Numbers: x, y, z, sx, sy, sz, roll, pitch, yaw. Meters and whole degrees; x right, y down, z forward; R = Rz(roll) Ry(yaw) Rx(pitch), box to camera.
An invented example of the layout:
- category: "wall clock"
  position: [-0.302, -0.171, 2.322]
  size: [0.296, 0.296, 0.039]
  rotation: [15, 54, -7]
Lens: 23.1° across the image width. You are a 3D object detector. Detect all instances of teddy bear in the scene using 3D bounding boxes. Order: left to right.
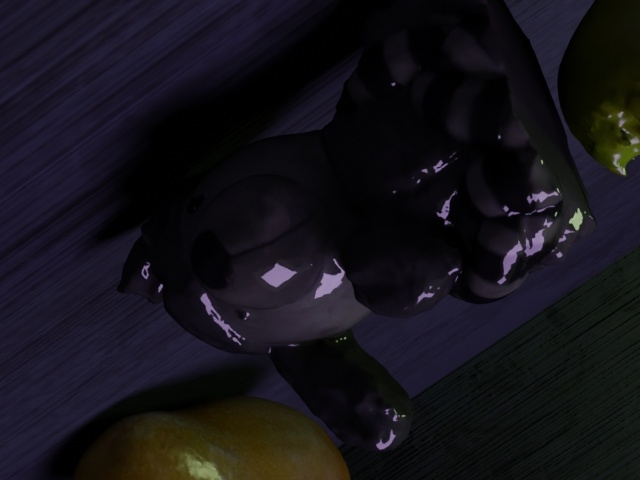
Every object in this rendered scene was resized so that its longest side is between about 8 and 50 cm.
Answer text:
- category: "teddy bear"
  position: [0.018, 0.003, 0.731]
  size: [0.251, 0.171, 0.144]
  rotation: [-39, 173, 16]

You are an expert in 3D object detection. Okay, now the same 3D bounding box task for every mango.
- category: "mango"
  position: [-0.091, 0.232, 1.361]
  size: [0.221, 0.199, 0.384]
  rotation: [-28, 157, 7]
- category: "mango"
  position: [0.167, -0.085, 0.747]
  size: [0.119, 0.100, 0.178]
  rotation: [-16, 174, -2]
